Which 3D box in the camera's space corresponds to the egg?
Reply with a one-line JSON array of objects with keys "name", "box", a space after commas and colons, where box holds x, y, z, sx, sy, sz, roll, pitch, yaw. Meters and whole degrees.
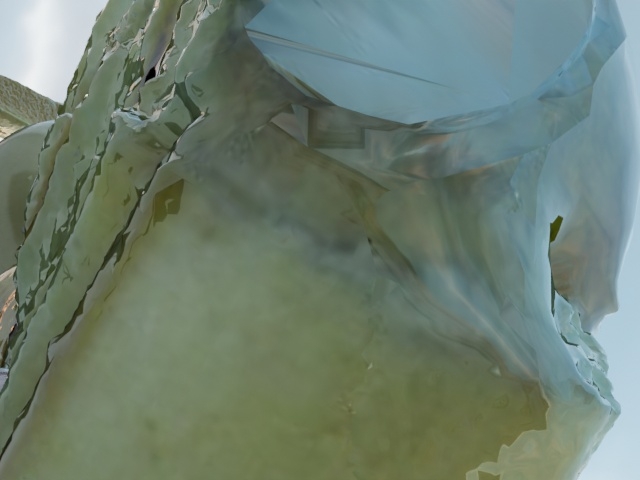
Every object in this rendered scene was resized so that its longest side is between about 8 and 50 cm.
[{"name": "egg", "box": [-0.250, 0.002, 1.440, 0.219, 0.219, 0.269, 54, -32, 39]}]

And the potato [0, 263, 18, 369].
[{"name": "potato", "box": [-0.214, 0.136, 1.210, 0.242, 0.242, 0.285, 27, -32, 54]}]

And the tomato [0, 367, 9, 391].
[{"name": "tomato", "box": [-0.216, 0.201, 0.767, 0.265, 0.265, 0.264, 16, -71, 57]}]

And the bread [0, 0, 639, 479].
[{"name": "bread", "box": [0.001, 0.003, 0.628, 0.264, 0.239, 0.395, -55, -160, 40]}]

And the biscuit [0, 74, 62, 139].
[{"name": "biscuit", "box": [-0.307, -0.124, 1.565, 0.056, 0.188, 0.052, -19, -118, 30]}]
